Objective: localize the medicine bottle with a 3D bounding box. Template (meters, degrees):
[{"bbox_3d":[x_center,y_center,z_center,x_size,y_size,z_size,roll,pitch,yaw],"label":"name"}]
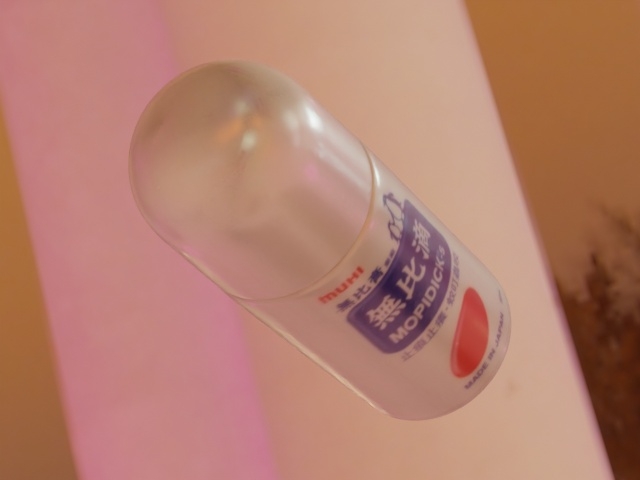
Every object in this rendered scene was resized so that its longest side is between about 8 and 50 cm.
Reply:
[{"bbox_3d":[0.000,0.000,1.283,0.130,0.130,0.341,-21,-34,20],"label":"medicine bottle"}]
